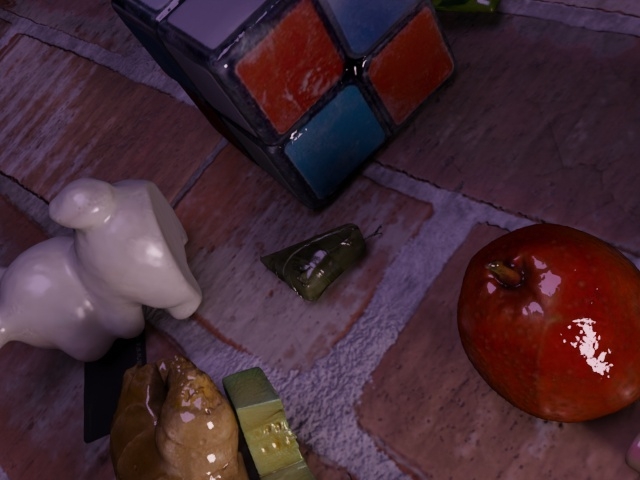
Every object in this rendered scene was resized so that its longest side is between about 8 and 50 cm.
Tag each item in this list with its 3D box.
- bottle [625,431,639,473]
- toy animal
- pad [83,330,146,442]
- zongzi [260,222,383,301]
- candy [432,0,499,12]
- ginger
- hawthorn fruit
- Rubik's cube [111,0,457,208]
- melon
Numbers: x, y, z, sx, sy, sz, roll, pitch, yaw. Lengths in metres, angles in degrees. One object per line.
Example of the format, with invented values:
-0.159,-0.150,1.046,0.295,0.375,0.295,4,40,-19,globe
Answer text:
0.334,0.214,0.668,0.096,0.045,0.045,33,79,38,bottle
-0.367,0.052,1.035,0.367,0.241,0.196,-28,47,10,toy animal
-0.298,0.204,1.055,0.112,0.003,0.157,-25,51,13,pad
0.000,0.000,0.994,0.154,0.062,0.130,-44,37,-11,zongzi
0.253,-0.441,1.129,0.149,0.069,0.246,16,74,41,candy
-0.111,0.267,0.807,0.375,0.166,0.236,26,99,31,ginger
0.217,0.069,0.713,0.196,0.225,0.197,-25,46,29,hawthorn fruit
-0.045,-0.295,1.038,0.318,0.313,0.316,-44,50,-5,Rubik's cube
-0.046,0.241,0.807,0.064,0.118,0.210,-23,87,-10,melon
